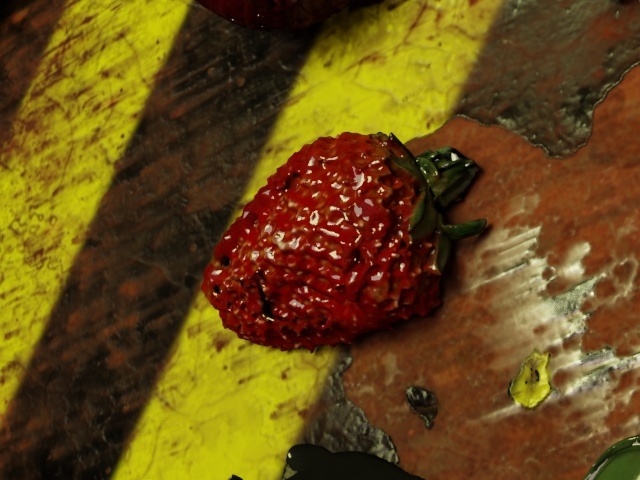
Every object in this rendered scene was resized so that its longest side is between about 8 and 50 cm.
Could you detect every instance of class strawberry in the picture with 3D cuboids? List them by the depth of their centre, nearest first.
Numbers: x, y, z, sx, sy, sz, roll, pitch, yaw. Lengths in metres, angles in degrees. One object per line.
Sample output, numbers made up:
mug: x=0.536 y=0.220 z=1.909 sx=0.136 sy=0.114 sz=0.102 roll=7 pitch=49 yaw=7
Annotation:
strawberry: x=0.000 y=0.000 z=1.298 sx=0.286 sy=0.106 sz=0.188 roll=-33 pitch=59 yaw=27

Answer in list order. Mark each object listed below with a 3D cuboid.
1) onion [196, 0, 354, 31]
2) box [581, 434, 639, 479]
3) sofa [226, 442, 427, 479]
onion: x=-0.048 y=-0.310 z=1.365 sx=0.252 sy=0.219 sz=0.252 roll=0 pitch=95 yaw=-4
box: x=0.278 y=0.313 z=0.964 sx=0.328 sy=0.178 sz=0.253 roll=43 pitch=103 yaw=38
sofa: x=0.036 y=0.304 z=1.182 sx=0.258 sy=0.182 sz=0.200 roll=30 pitch=114 yaw=38
